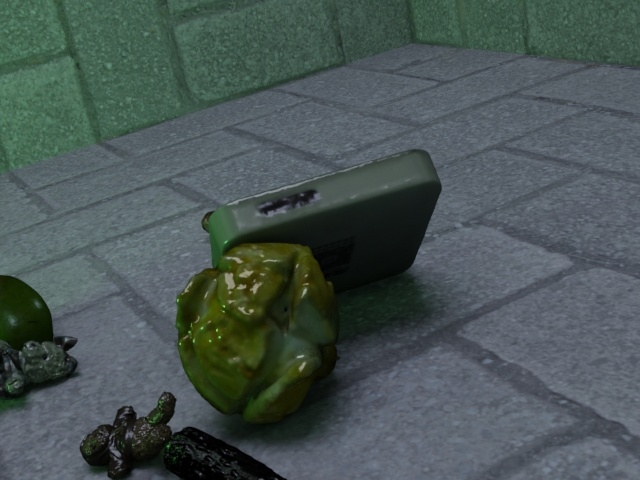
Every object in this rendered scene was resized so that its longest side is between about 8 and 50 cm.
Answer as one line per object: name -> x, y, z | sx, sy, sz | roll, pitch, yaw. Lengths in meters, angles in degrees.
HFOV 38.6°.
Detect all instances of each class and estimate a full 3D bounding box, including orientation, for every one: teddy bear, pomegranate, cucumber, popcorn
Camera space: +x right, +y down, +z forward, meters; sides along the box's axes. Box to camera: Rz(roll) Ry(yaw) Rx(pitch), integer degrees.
teddy bear -> -0.524, 0.223, 1.550 | 0.213, 0.111, 0.133 | 3, 34, -34
teddy bear -> -0.262, 0.282, 1.294 | 0.160, 0.078, 0.119 | -22, 40, 22
pomegranate -> -0.619, 0.156, 1.666 | 0.240, 0.159, 0.190 | -26, 25, -20
cucumber -> -0.093, 0.308, 1.141 | 0.072, 0.072, 0.300 | -29, 29, -36
popcorn -> -0.080, 0.125, 1.334 | 0.225, 0.276, 0.276 | 36, 38, 10

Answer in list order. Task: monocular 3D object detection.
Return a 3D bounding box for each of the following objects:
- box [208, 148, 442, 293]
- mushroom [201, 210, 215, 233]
box -> 0.000, 0.000, 1.524 | 0.367, 0.091, 0.373 | -16, -22, -12
mushroom -> -0.153, -0.049, 2.028 | 0.225, 0.093, 0.116 | -18, 6, 11
